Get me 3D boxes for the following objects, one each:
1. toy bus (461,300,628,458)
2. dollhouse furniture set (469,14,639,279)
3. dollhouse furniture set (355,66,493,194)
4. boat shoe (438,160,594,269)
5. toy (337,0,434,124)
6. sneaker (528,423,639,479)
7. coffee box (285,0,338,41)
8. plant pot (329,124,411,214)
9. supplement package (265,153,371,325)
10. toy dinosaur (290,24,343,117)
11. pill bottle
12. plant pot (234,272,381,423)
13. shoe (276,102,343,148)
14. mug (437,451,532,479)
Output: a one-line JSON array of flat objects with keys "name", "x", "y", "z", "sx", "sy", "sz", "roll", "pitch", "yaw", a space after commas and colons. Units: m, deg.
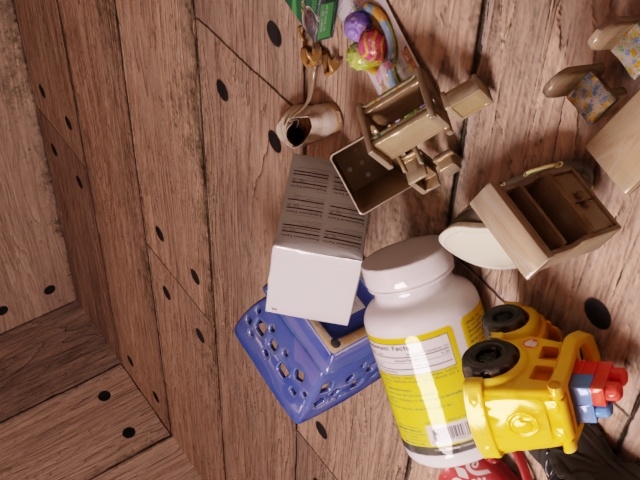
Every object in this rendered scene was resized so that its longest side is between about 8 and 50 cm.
[{"name": "toy bus", "x": 0.318, "y": 0.184, "z": 1.384, "sx": 0.211, "sy": 0.220, "sz": 0.150, "roll": -6, "pitch": 118, "yaw": 29}, {"name": "dollhouse furniture set", "x": 0.304, "y": -0.084, "z": 1.072, "sx": 0.212, "sy": 0.161, "sz": 0.242, "roll": 56, "pitch": 133, "yaw": 19}, {"name": "dollhouse furniture set", "x": 0.174, "y": -0.174, "z": 1.450, "sx": 0.161, "sy": 0.181, "sz": 0.101, "roll": 31, "pitch": -142, "yaw": -48}, {"name": "boat shoe", "x": 0.263, "y": -0.032, "z": 1.363, "sx": 0.109, "sy": 0.091, "sz": 0.305, "roll": 31, "pitch": 161, "yaw": -14}, {"name": "toy", "x": 0.078, "y": -0.282, "z": 1.528, "sx": 0.237, "sy": 0.056, "sz": 0.137, "roll": 61, "pitch": 153, "yaw": 7}, {"name": "sneaker", "x": 0.372, "y": 0.341, "z": 1.447, "sx": 0.286, "sy": 0.130, "sz": 0.109, "roll": 33, "pitch": 142, "yaw": 50}, {"name": "coffee box", "x": -0.030, "y": -0.416, "z": 1.606, "sx": 0.184, "sy": 0.040, "sz": 0.113, "roll": 60, "pitch": 157, "yaw": 29}, {"name": "plant pot", "x": 0.076, "y": -0.120, "z": 1.617, "sx": 0.109, "sy": 0.109, "sz": 0.096, "roll": 61, "pitch": 176, "yaw": -15}, {"name": "supplement package", "x": 0.000, "y": 0.000, "z": 1.722, "sx": 0.194, "sy": 0.149, "sz": 0.203, "roll": 100, "pitch": 180, "yaw": -52}, {"name": "toy dinosaur", "x": -0.011, "y": -0.300, "z": 1.699, "sx": 0.112, "sy": 0.064, "sz": 0.212, "roll": -138, "pitch": 42, "yaw": -62}, {"name": "pill bottle", "x": 0.179, "y": 0.171, "z": 1.596, "sx": 0.188, "sy": 0.187, "sz": 0.334, "roll": 8, "pitch": 120, "yaw": 61}, {"name": "plant pot", "x": 0.008, "y": 0.161, "z": 1.877, "sx": 0.236, "sy": 0.236, "sz": 0.212, "roll": 53, "pitch": 146, "yaw": 19}, {"name": "shoe", "x": -0.036, "y": -0.207, "z": 1.814, "sx": 0.219, "sy": 0.058, "sz": 0.077, "roll": -6, "pitch": 108, "yaw": 64}, {"name": "mug", "x": 0.296, "y": 0.420, "z": 1.693, "sx": 0.169, "sy": 0.113, "sz": 0.150, "roll": 42, "pitch": 149, "yaw": 33}]
